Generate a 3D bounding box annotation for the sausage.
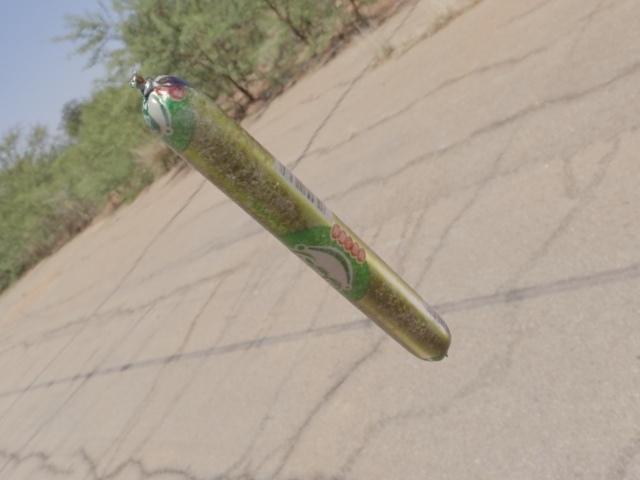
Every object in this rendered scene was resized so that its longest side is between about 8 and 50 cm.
[{"bbox_3d":[0.000,0.000,0.388,0.033,0.269,0.032,-30,37,26],"label":"sausage"}]
